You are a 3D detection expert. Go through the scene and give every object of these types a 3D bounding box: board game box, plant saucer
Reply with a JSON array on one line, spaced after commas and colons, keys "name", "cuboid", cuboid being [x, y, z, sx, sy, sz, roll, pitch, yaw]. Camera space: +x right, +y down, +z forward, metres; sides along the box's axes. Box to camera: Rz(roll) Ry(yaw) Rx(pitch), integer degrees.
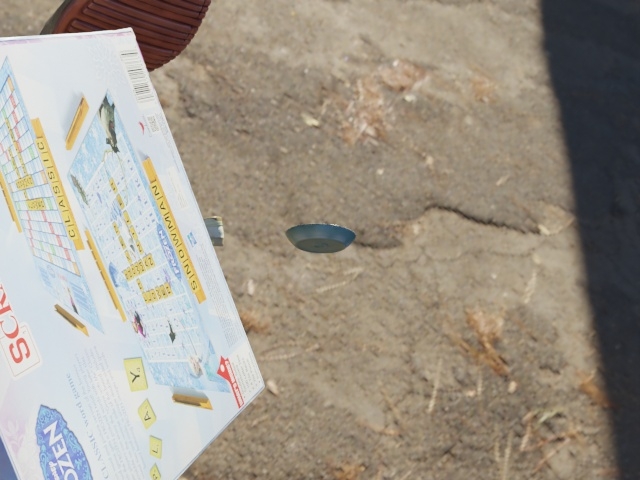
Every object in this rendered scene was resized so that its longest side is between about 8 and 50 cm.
[{"name": "board game box", "cuboid": [-0.171, 0.021, 0.667, 0.318, 0.066, 0.318, 70, 21, -6]}, {"name": "plant saucer", "cuboid": [0.000, 0.000, 1.643, 0.119, 0.119, 0.021, 11, 71, -24]}]

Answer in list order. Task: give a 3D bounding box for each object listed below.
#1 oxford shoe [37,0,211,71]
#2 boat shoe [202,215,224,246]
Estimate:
[{"name": "oxford shoe", "cuboid": [-0.254, -0.257, 1.138, 0.140, 0.397, 0.146, 18, 49, -38]}, {"name": "boat shoe", "cuboid": [-0.190, 0.004, 1.269, 0.135, 0.050, 0.045, -14, 88, 5]}]
